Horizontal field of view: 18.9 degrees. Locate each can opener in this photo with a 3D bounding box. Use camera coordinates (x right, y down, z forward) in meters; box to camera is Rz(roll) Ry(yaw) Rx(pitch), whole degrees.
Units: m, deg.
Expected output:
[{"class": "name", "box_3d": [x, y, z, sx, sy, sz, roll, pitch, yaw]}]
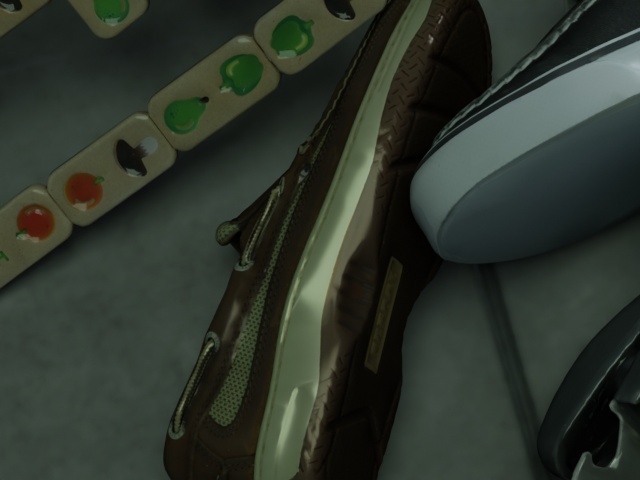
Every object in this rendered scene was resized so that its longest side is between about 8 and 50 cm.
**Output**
[{"class": "can opener", "box_3d": [0.106, 0.146, 0.801, 0.076, 0.095, 0.283, 31, 86, -17]}]

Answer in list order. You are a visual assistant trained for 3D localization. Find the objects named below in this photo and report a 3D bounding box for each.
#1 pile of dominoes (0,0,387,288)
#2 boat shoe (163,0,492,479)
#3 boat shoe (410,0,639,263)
[{"class": "pile of dominoes", "box_3d": [-0.112, -0.113, 0.815, 0.251, 0.040, 0.196, -36, 102, 11]}, {"class": "boat shoe", "box_3d": [-0.003, -0.004, 0.832, 0.095, 0.095, 0.257, 8, 66, 28]}, {"class": "boat shoe", "box_3d": [0.155, -0.100, 0.836, 0.306, 0.113, 0.105, -32, 65, -11]}]
